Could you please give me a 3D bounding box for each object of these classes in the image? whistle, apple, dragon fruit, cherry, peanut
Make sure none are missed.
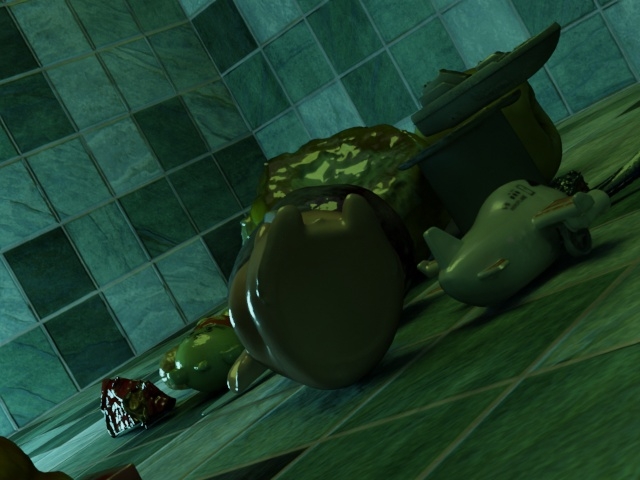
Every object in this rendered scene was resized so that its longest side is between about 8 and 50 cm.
[{"bbox_3d":[-0.164,0.177,1.865,0.131,0.106,0.288,-22,4,11],"label":"whistle"},{"bbox_3d":[0.305,-0.178,2.058,0.262,0.262,0.262,-29,3,2],"label":"apple"},{"bbox_3d":[-0.295,0.286,1.879,0.192,0.122,0.092,-19,50,58],"label":"dragon fruit"},{"bbox_3d":[0.002,0.039,1.545,0.296,0.218,0.255,-36,11,-30],"label":"cherry"},{"bbox_3d":[-0.220,0.213,2.069,0.089,0.089,0.193,-28,4,30],"label":"peanut"}]

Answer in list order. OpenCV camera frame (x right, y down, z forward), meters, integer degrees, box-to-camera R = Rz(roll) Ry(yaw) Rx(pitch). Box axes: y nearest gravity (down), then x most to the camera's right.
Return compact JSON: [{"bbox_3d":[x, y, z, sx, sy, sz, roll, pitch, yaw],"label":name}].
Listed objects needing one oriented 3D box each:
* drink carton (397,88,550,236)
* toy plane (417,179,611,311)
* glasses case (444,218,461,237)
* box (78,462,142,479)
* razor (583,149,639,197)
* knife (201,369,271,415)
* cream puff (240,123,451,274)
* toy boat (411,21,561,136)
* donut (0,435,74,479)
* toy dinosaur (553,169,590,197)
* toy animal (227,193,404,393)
[{"bbox_3d":[0.245,-0.091,1.720,0.185,0.189,0.191,-26,4,38],"label":"drink carton"},{"bbox_3d":[0.206,-0.001,1.269,0.245,0.117,0.244,-31,2,1],"label":"toy plane"},{"bbox_3d":[0.191,-0.018,2.126,0.113,0.075,0.297,-27,3,-15],"label":"glasses case"},{"bbox_3d":[-0.253,0.292,1.203,0.111,0.060,0.156,-30,3,-37],"label":"box"},{"bbox_3d":[0.452,-0.116,1.498,0.324,0.056,0.093,-30,4,0],"label":"razor"},{"bbox_3d":[-0.069,0.183,1.683,0.260,0.034,0.063,-38,14,-31],"label":"knife"},{"bbox_3d":[0.056,-0.017,1.914,0.378,0.275,0.378,-16,32,10],"label":"cream puff"},{"bbox_3d":[0.245,-0.249,1.695,0.261,0.085,0.078,-32,1,25],"label":"toy boat"},{"bbox_3d":[-0.370,0.299,0.838,0.449,0.198,0.449,-32,2,1],"label":"donut"},{"bbox_3d":[0.358,-0.070,1.618,0.049,0.055,0.154,-24,2,23],"label":"toy dinosaur"},{"bbox_3d":[-0.018,0.065,1.286,0.195,0.212,0.256,-15,2,-13],"label":"toy animal"}]
